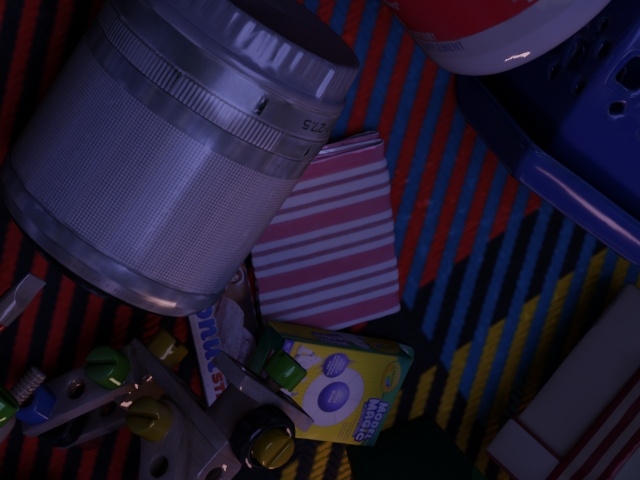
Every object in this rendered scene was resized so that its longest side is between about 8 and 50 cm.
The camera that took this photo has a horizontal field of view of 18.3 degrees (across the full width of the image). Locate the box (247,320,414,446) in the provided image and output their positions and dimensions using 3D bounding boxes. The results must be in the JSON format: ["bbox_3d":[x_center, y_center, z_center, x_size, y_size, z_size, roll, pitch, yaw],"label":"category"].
[{"bbox_3d":[0.011,0.141,1.910,0.179,0.043,0.105,9,112,-38],"label":"box"}]

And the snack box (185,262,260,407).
[{"bbox_3d":[-0.089,0.099,1.885,0.064,0.022,0.178,-17,116,-13],"label":"snack box"}]

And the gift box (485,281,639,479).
[{"bbox_3d":[0.334,0.226,1.965,0.258,0.276,0.255,-52,131,2],"label":"gift box"}]

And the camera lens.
[{"bbox_3d":[-0.123,-0.090,1.673,0.219,0.219,0.274,27,106,-26],"label":"camera lens"}]

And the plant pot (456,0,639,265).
[{"bbox_3d":[0.273,-0.125,1.810,0.236,0.236,0.212,34,102,-28],"label":"plant pot"}]

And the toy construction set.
[{"bbox_3d":[-0.155,0.135,1.741,0.309,0.257,0.237,40,100,-26],"label":"toy construction set"}]

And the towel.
[{"bbox_3d":[0.000,0.000,1.876,0.144,0.029,0.197,-14,118,-13],"label":"towel"}]

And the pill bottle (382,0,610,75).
[{"bbox_3d":[0.076,-0.351,1.645,0.229,0.229,0.408,-41,118,0],"label":"pill bottle"}]

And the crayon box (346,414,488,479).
[{"bbox_3d":[0.159,0.399,1.929,0.106,0.313,0.363,-21,116,-11],"label":"crayon box"}]
